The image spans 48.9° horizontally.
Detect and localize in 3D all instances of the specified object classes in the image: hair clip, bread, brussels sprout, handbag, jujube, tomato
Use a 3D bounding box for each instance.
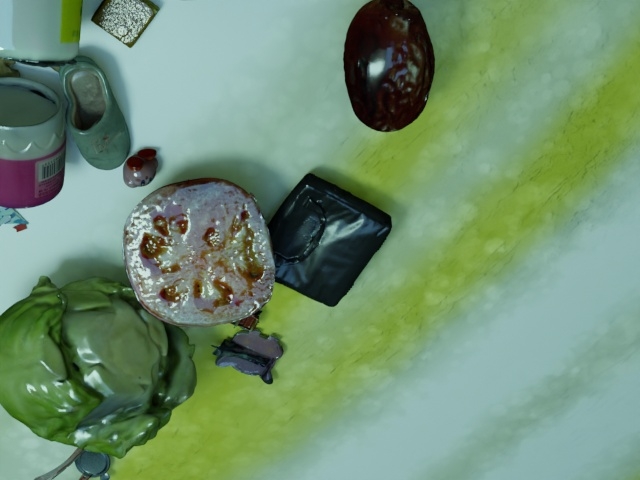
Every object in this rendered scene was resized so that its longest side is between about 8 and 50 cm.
[{"bbox_3d":[-0.181,0.281,1.756,0.187,0.056,0.146,17,118,-25],"label":"hair clip"},{"bbox_3d":[-0.363,-0.421,1.311,0.090,0.035,0.094,36,113,-23],"label":"bread"},{"bbox_3d":[-0.530,0.280,1.567,0.361,0.342,0.425,-21,121,40],"label":"brussels sprout"},{"bbox_3d":[0.000,0.000,1.573,0.244,0.088,0.275,26,119,-16],"label":"handbag"},{"bbox_3d":[0.122,-0.330,1.325,0.183,0.183,0.243,1,128,-5],"label":"jujube"},{"bbox_3d":[-0.258,0.016,1.508,0.338,0.144,0.339,-2,105,-6],"label":"tomato"}]

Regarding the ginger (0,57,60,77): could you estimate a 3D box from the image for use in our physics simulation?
[{"bbox_3d":[-0.594,-0.351,1.324,0.258,0.065,0.149,14,131,-24],"label":"ginger"}]

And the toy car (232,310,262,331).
[{"bbox_3d":[-0.214,0.169,1.676,0.143,0.054,0.073,22,117,-18],"label":"toy car"}]

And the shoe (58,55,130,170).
[{"bbox_3d":[-0.441,-0.230,1.374,0.103,0.100,0.251,-12,130,-4],"label":"shoe"}]

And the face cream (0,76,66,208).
[{"bbox_3d":[-0.577,-0.185,1.340,0.175,0.175,0.195,10,130,-11],"label":"face cream"}]

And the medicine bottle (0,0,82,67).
[{"bbox_3d":[-0.488,-0.487,1.130,0.213,0.213,0.379,7,110,-9],"label":"medicine bottle"}]

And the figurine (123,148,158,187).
[{"bbox_3d":[-0.373,-0.148,1.461,0.067,0.083,0.071,31,136,26],"label":"figurine"}]

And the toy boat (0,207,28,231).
[{"bbox_3d":[-0.699,-0.075,1.507,0.105,0.034,0.149,-11,134,-1],"label":"toy boat"}]

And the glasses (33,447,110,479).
[{"bbox_3d":[-0.621,0.601,1.792,0.118,0.268,0.234,27,119,1],"label":"glasses"}]
